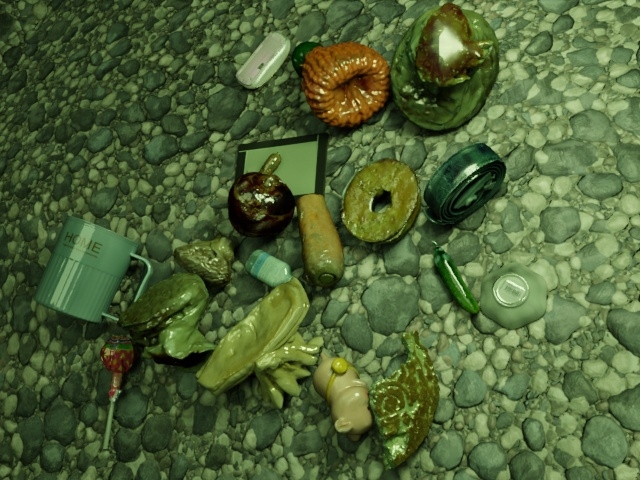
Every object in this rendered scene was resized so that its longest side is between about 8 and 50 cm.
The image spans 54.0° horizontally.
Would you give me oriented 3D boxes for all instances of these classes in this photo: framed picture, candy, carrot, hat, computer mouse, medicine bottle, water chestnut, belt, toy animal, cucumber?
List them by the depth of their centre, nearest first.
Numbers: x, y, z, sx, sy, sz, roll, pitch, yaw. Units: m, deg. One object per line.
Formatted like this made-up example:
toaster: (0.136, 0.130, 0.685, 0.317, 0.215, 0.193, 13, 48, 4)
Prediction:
toy animal: (0.065, 0.419, 1.744, 0.149, 0.165, 0.248, -34, 55, 13)
cucumber: (0.376, 0.108, 1.794, 0.056, 0.056, 0.250, -30, 63, 9)
belt: (0.402, -0.157, 1.798, 0.267, 0.206, 0.116, -42, 57, 10)
carrot: (0.000, 0.000, 1.948, 0.139, 0.138, 0.301, -17, 59, 16)
medicine bottle: (-0.143, 0.106, 2.008, 0.208, 0.054, 0.090, 27, 81, 27)
water chestnut: (-0.202, -0.107, 2.029, 0.224, 0.238, 0.223, 11, 54, -15)
candy: (-0.681, 0.496, 2.066, 0.124, 0.124, 0.365, 3, 80, 23)
hat: (0.051, -0.541, 2.118, 0.285, 0.285, 0.400, -41, 30, 3)
carrot: (-0.217, -0.198, 2.146, 0.049, 0.049, 0.254, 39, 90, 30)
framed picture: (-0.140, -0.235, 2.162, 0.347, 0.016, 0.265, -5, 69, 20)
computer mouse: (-0.211, -0.665, 2.334, 0.126, 0.056, 0.245, 37, 86, 29)

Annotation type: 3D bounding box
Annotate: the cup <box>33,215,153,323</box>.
cup: (-0.784, 0.119, 2.187, 0.257, 0.331, 0.311, 5, 70, 60)

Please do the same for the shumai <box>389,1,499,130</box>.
shumai: (0.377, -0.542, 1.846, 0.324, 0.323, 0.397, 26, 87, 5)

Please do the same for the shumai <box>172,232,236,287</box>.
shumai: (-0.365, 0.047, 2.069, 0.206, 0.166, 0.175, 27, 71, 3)

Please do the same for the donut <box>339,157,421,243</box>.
donut: (0.194, -0.109, 1.929, 0.272, 0.107, 0.272, -9, 68, 24)

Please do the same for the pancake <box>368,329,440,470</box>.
pancake: (0.216, 0.428, 1.695, 0.197, 0.054, 0.376, 21, 72, -12)

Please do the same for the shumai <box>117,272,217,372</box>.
shumai: (-0.461, 0.291, 2.008, 0.330, 0.288, 0.292, -10, 32, 49)

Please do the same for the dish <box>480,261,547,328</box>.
dish: (0.521, 0.141, 1.712, 0.191, 0.066, 0.190, -8, 68, 20)

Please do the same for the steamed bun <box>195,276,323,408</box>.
steamed bun: (-0.144, 0.336, 1.869, 0.428, 0.189, 0.247, -48, 38, -1)
